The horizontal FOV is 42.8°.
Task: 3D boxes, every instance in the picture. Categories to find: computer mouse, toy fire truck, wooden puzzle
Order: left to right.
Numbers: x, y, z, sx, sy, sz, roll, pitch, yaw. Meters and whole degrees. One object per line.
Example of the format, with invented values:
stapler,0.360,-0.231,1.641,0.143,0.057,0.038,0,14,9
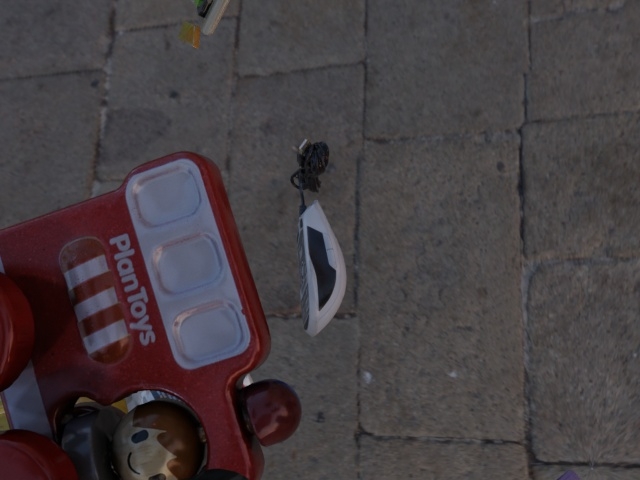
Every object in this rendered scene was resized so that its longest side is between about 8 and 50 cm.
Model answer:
toy fire truck,-0.155,0.106,0.632,0.253,0.169,0.302,-19,85,8
wooden puzzle,-0.082,-0.200,0.632,0.116,0.014,0.078,-61,32,19
computer mouse,0.000,0.000,0.802,0.042,0.106,0.193,-1,70,-10

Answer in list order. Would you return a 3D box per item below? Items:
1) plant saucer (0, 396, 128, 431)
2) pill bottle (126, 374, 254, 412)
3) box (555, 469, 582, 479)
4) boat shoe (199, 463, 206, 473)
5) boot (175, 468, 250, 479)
plant saucer,-0.345,0.292,0.827,0.332,0.081,0.333,-15,55,-13
pill bottle,-0.177,0.211,1.034,0.180,0.108,0.108,-26,66,-19
box,0.188,0.270,0.460,0.117,0.243,0.213,-42,80,3
boat shoe,-0.186,0.334,1.008,0.233,0.079,0.084,-38,24,-4
boot,-0.158,0.263,0.344,0.131,0.260,0.348,44,119,25
